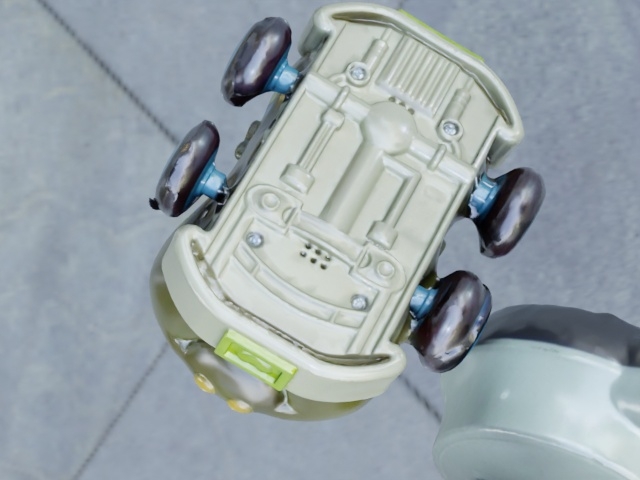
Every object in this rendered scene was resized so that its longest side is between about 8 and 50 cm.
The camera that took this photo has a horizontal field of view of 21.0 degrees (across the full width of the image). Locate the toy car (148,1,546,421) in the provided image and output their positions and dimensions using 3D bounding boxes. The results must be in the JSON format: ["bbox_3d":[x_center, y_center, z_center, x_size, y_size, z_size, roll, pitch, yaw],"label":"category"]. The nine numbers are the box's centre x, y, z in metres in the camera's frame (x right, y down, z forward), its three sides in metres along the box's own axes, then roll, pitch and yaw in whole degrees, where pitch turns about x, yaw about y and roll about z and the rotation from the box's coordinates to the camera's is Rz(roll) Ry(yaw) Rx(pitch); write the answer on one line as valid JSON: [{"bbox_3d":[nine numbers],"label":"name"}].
[{"bbox_3d":[0.000,0.000,1.056,0.204,0.248,0.198,31,150,-2],"label":"toy car"}]

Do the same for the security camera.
[{"bbox_3d":[0.133,0.199,1.079,0.191,0.197,0.277,4,58,34],"label":"security camera"}]
